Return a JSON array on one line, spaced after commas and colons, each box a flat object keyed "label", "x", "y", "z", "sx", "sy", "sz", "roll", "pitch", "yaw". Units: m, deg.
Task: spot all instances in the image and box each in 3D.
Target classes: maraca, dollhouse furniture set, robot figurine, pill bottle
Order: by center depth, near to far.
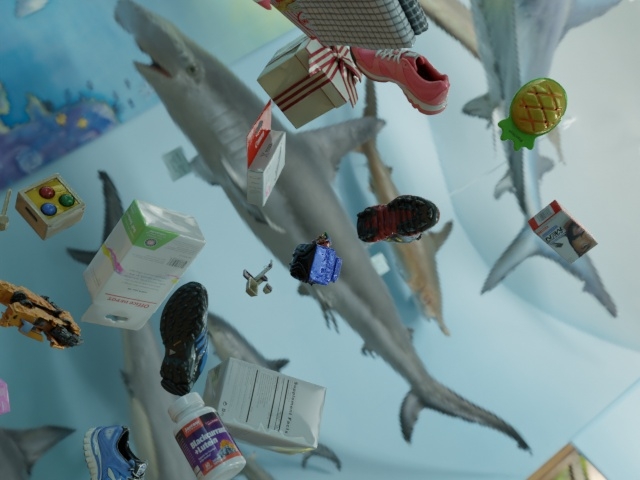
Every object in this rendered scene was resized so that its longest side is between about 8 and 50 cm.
[{"label": "pill bottle", "x": -0.256, "y": 0.435, "z": 1.669, "sx": 0.193, "sy": 0.108, "sz": 0.108, "roll": 53, "pitch": -17, "yaw": 24}, {"label": "maraca", "x": 0.509, "y": -0.302, "z": 1.824, "sx": 0.127, "sy": 0.185, "sz": 0.099, "roll": 37, "pitch": 12, "yaw": -1}, {"label": "dollhouse furniture set", "x": -0.138, "y": 0.104, "z": 1.928, "sx": 0.091, "sy": 0.081, "sz": 0.114, "roll": 45, "pitch": 15, "yaw": -19}, {"label": "robot figurine", "x": -0.789, "y": 0.215, "z": 2.121, "sx": 0.211, "sy": 0.085, "sz": 0.291, "roll": 44, "pitch": -1, "yaw": 35}]

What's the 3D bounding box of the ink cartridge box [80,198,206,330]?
[{"label": "ink cartridge box", "x": -0.497, "y": 0.075, "z": 2.066, "sx": 0.207, "sy": 0.353, "sz": 0.119, "roll": 19, "pitch": 28, "yaw": -45}]

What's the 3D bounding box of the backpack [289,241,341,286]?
[{"label": "backpack", "x": -0.015, "y": 0.062, "z": 1.819, "sx": 0.101, "sy": 0.098, "sz": 0.120, "roll": 24, "pitch": -11, "yaw": -30}]

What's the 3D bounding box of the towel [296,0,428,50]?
[{"label": "towel", "x": 0.079, "y": -0.542, "z": 1.686, "sx": 0.284, "sy": 0.121, "sz": 0.235, "roll": 15, "pitch": -27, "yaw": 45}]

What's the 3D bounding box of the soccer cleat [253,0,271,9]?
[{"label": "soccer cleat", "x": -0.045, "y": -0.544, "z": 1.440, "sx": 0.095, "sy": 0.248, "sz": 0.083, "roll": 42, "pitch": 20, "yaw": -33}]

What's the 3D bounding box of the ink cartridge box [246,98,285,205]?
[{"label": "ink cartridge box", "x": -0.169, "y": -0.281, "z": 2.401, "sx": 0.060, "sy": 0.275, "sz": 0.239, "roll": 10, "pitch": -53, "yaw": 8}]

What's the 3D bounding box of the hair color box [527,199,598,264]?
[{"label": "hair color box", "x": 0.628, "y": -0.020, "z": 1.968, "sx": 0.167, "sy": 0.093, "sz": 0.053, "roll": 35, "pitch": 26, "yaw": -28}]

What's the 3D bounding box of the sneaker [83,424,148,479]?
[{"label": "sneaker", "x": -0.548, "y": 0.665, "z": 2.091, "sx": 0.130, "sy": 0.147, "sz": 0.330, "roll": 59, "pitch": 14, "yaw": -75}]

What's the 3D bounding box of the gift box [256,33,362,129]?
[{"label": "gift box", "x": -0.018, "y": -0.529, "z": 2.470, "sx": 0.258, "sy": 0.276, "sz": 0.255, "roll": -25, "pitch": -58, "yaw": 35}]

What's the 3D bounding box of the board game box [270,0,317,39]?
[{"label": "board game box", "x": -0.022, "y": -0.599, "z": 1.966, "sx": 0.147, "sy": 0.045, "sz": 0.193, "roll": 1, "pitch": -21, "yaw": 43}]

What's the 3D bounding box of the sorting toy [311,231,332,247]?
[{"label": "sorting toy", "x": 0.000, "y": 0.000, "z": 2.225, "sx": 0.102, "sy": 0.061, "sz": 0.042, "roll": -4, "pitch": -78, "yaw": 69}]

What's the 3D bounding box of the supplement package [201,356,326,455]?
[{"label": "supplement package", "x": -0.160, "y": 0.453, "z": 2.052, "sx": 0.293, "sy": 0.175, "sz": 0.177, "roll": 22, "pitch": -30, "yaw": -20}]

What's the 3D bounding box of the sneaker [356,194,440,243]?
[{"label": "sneaker", "x": 0.204, "y": -0.048, "z": 1.789, "sx": 0.276, "sy": 0.135, "sz": 0.097, "roll": -14, "pitch": -104, "yaw": 59}]

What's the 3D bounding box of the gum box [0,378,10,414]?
[{"label": "gum box", "x": -0.692, "y": 0.286, "z": 1.462, "sx": 0.188, "sy": 0.107, "sz": 0.062, "roll": 18, "pitch": -66, "yaw": 42}]

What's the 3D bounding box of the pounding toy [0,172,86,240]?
[{"label": "pounding toy", "x": -0.774, "y": -0.097, "z": 2.040, "sx": 0.181, "sy": 0.206, "sz": 0.094, "roll": 47, "pitch": -41, "yaw": 8}]

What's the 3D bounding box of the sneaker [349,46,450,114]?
[{"label": "sneaker", "x": 0.220, "y": -0.470, "z": 2.016, "sx": 0.314, "sy": 0.116, "sz": 0.136, "roll": 36, "pitch": -23, "yaw": 10}]

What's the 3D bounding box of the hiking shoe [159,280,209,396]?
[{"label": "hiking shoe", "x": -0.332, "y": 0.231, "z": 1.898, "sx": 0.113, "sy": 0.132, "sz": 0.304, "roll": 17, "pitch": -70, "yaw": 9}]
